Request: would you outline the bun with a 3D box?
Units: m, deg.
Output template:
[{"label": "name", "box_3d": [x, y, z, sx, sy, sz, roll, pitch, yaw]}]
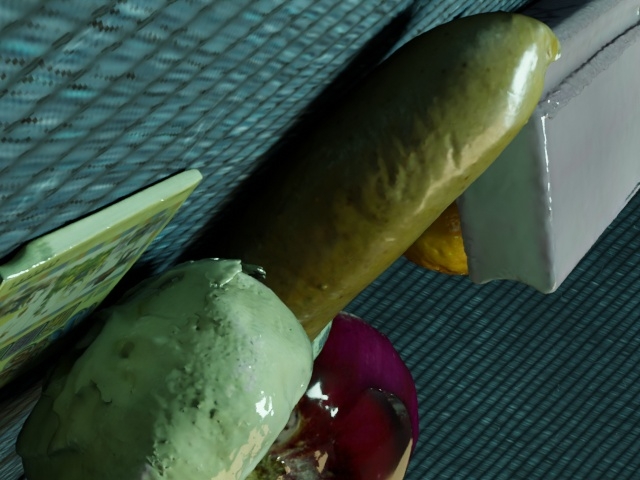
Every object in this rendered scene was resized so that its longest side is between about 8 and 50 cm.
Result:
[{"label": "bun", "box_3d": [-0.118, 0.110, 0.702, 0.239, 0.141, 0.239, -39, -161, 16]}]

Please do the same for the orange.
[{"label": "orange", "box_3d": [0.182, -0.056, 1.307, 0.219, 0.219, 0.193, -39, 141, -34]}]

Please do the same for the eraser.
[{"label": "eraser", "box_3d": [0.283, -0.138, 1.152, 0.122, 0.272, 0.359, 5, -154, 36]}]

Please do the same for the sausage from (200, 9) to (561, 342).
[{"label": "sausage", "box_3d": [-0.002, 0.000, 0.809, 0.136, 0.123, 0.501, 5, 139, -39]}]

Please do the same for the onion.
[{"label": "onion", "box_3d": [-0.048, 0.254, 1.529, 0.398, 0.398, 0.420, -44, -164, 11]}]

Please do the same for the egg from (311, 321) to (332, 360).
[{"label": "egg", "box_3d": [-0.051, 0.087, 1.148, 0.172, 0.132, 0.132, -55, 180, -26]}]

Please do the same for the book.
[{"label": "book", "box_3d": [-0.165, 0.042, 0.578, 0.192, 0.013, 0.168, -46, 175, 35]}]
